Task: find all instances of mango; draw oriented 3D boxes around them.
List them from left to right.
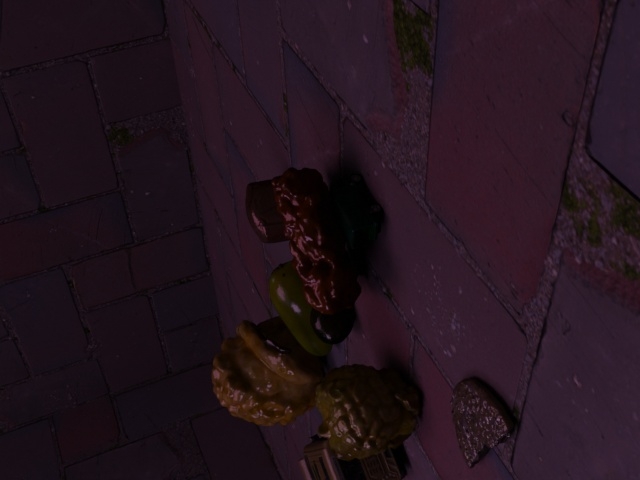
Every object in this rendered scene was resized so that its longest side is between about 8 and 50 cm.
[{"bbox_3d":[-0.044,0.182,2.152,0.175,0.143,0.293,33,149,57],"label":"mango"}]

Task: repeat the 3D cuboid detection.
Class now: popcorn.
[{"bbox_3d":[-0.151,0.377,2.389,0.382,0.349,0.349,109,140,-58],"label":"popcorn"},{"bbox_3d":[0.112,0.370,1.747,0.237,0.251,0.206,38,-134,-53],"label":"popcorn"}]

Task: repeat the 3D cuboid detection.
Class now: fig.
[{"bbox_3d":[0.028,0.195,1.995,0.177,0.117,0.117,54,-162,-87],"label":"fig"}]

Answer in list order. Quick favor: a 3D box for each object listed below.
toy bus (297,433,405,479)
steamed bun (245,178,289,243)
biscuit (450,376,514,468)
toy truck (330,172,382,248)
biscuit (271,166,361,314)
[{"bbox_3d":[0.071,0.559,2.047,0.365,0.201,0.177,121,129,-70],"label":"toy bus"},{"bbox_3d":[-0.124,-0.077,2.117,0.106,0.144,0.175,123,132,-72],"label":"steamed bun"},{"bbox_3d":[0.271,0.313,1.410,0.250,0.032,0.133,101,149,-61],"label":"biscuit"},{"bbox_3d":[0.069,-0.063,1.600,0.065,0.079,0.147,92,157,-51],"label":"toy truck"},{"bbox_3d":[0.000,0.000,1.711,0.318,0.110,0.312,-9,-99,-79],"label":"biscuit"}]
